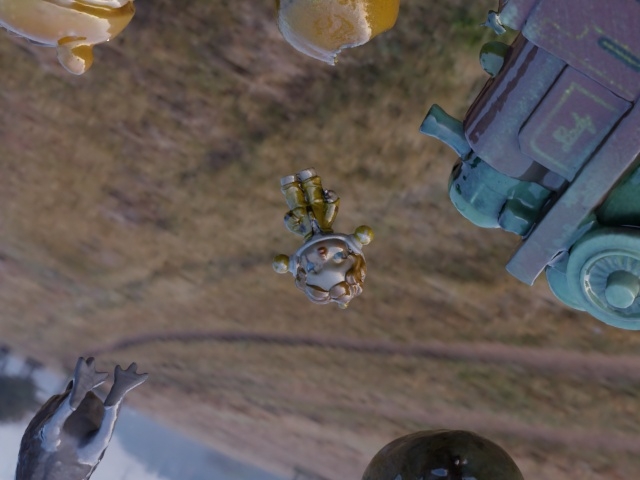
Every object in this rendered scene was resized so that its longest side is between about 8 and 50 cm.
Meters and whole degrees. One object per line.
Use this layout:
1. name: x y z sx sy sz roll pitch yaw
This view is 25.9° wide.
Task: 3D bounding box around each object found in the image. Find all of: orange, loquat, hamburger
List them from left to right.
1. hamburger: -0.383 -0.385 2.008 0.276 0.237 0.276 18 -159 -7
2. orange: 0.021 -0.281 1.662 0.156 0.134 0.156 -17 165 -5
3. loquat: 0.140 0.299 1.582 0.179 0.179 0.227 31 151 -17

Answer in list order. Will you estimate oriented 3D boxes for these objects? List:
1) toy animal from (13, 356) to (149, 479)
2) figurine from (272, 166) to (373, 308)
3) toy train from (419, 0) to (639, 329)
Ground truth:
1. toy animal: -0.249 0.203 1.366 0.081 0.206 0.367 30 -157 -11
2. figurine: -0.005 0.000 1.440 0.143 0.101 0.068 47 -178 5
3. toy train: 0.198 -0.081 0.926 0.221 0.150 0.304 32 135 1
